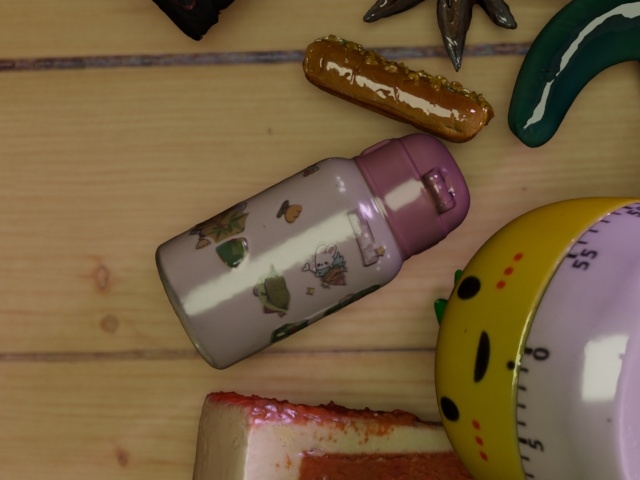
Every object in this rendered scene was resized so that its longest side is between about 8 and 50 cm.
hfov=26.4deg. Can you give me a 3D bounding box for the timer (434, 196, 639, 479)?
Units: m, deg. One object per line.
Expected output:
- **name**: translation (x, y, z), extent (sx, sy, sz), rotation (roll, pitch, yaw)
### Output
- **timer**: translation (0.186, 0.089, 1.063), extent (0.285, 0.285, 0.285), rotation (0, 90, 3)

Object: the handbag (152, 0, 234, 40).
- **handbag**: translation (-0.120, -0.291, 1.098), extent (0.215, 0.155, 0.169), rotation (42, 85, 4)

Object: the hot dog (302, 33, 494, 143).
- **hot dog**: translation (0.064, -0.125, 1.131), extent (0.165, 0.071, 0.045), rotation (22, 103, 3)

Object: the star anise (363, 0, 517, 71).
- **star anise**: translation (0.109, -0.242, 1.134), extent (0.195, 0.065, 0.182), rotation (37, 96, -2)

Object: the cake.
- **cake**: translation (0.021, 0.207, 1.089), extent (0.262, 0.159, 0.158), rotation (4, 87, 1)

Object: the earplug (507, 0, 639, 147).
- **earplug**: translation (0.321, -0.113, 1.072), extent (0.257, 0.280, 0.164), rotation (-3, 120, -32)

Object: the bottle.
- **bottle**: translation (0.000, 0.000, 1.112), extent (0.253, 0.120, 0.120), rotation (-27, 89, 1)
